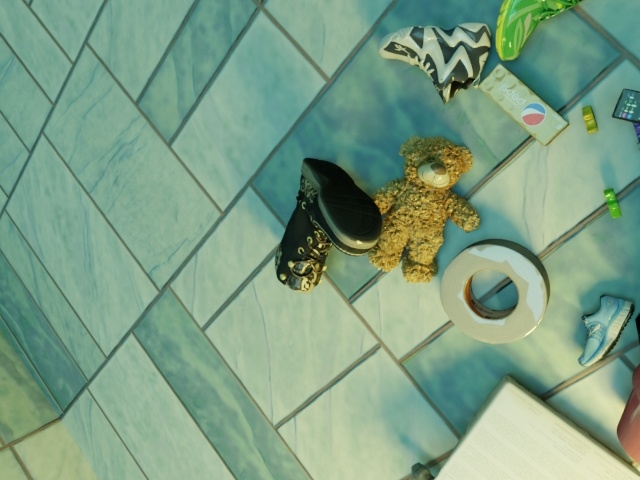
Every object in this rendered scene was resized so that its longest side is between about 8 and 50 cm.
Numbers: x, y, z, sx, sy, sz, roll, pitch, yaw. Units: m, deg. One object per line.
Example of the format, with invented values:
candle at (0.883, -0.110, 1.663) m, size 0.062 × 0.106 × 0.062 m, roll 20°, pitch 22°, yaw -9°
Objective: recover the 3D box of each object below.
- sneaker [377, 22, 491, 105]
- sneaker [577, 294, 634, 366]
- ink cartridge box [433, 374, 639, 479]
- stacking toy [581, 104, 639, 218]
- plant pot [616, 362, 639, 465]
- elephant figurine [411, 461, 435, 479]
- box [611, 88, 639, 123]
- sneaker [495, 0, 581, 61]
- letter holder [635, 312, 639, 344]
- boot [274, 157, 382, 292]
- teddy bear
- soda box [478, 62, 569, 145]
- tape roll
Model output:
sneaker at (0.232, -0.361, 1.066) m, size 0.235 × 0.094 × 0.152 m, roll 4°, pitch 93°, yaw 18°
sneaker at (0.562, 0.181, 1.025) m, size 0.073 × 0.064 × 0.162 m, roll 34°, pitch 111°, yaw 38°
ink cartridge box at (0.421, 0.538, 1.083) m, size 0.308 × 0.091 × 0.384 m, roll 36°, pitch 97°, yaw 17°
stacking toy at (0.599, -0.167, 0.932) m, size 0.167 × 0.052 × 0.221 m, roll -16°, pitch 94°, yaw 32°
plant pot at (0.653, 0.329, 0.929) m, size 0.202 × 0.201 × 0.180 m, roll 29°, pitch 128°, yaw 21°
elephant figurine at (0.330, 0.667, 1.202) m, size 0.240 × 0.169 × 0.185 m, roll 5°, pitch 64°, yaw 35°
box at (0.556, -0.227, 0.873) m, size 0.083 × 0.062 × 0.052 m, roll 22°, pitch 114°, yaw 24°
sneaker at (0.429, -0.464, 0.928) m, size 0.124 × 0.109 × 0.295 m, roll 40°, pitch 116°, yaw 21°
letter holder at (0.663, 0.169, 0.814) m, size 0.215 × 0.302 × 0.151 m, roll 29°, pitch 113°, yaw 21°
boot at (0.000, 0.000, 1.167) m, size 0.284 × 0.138 × 0.377 m, roll -69°, pitch 28°, yaw 26°
teddy bear at (0.218, -0.060, 1.128) m, size 0.245 × 0.113 × 0.337 m, roll 41°, pitch 117°, yaw 14°
soda box at (0.405, -0.271, 1.011) m, size 0.181 × 0.058 × 0.061 m, roll 48°, pitch 118°, yaw 12°
tape roll at (0.375, 0.109, 1.096) m, size 0.220 × 0.072 × 0.218 m, roll 6°, pitch 102°, yaw 27°
